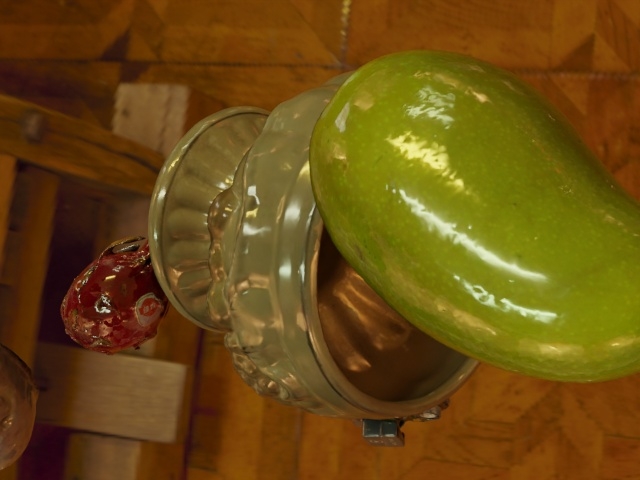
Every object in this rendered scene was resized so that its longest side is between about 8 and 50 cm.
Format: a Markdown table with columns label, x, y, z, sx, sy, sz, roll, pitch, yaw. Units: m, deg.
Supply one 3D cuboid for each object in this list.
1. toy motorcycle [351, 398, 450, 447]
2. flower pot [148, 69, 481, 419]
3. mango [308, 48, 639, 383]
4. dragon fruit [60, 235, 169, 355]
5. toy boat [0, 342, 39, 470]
| label | x | y | z | sx | sy | sz | roll | pitch | yaw |
| --- | --- | --- | --- | --- | --- | --- | --- | --- | --- |
| toy motorcycle | 0.051 | 0.164 | 1.616 | 0.187 | 0.275 | 0.125 | -2 | 65 | 15 |
| flower pot | 0.000 | 0.000 | 1.206 | 0.244 | 0.307 | 0.307 | 10 | 85 | 44 |
| mango | 0.112 | -0.014 | 0.885 | 0.175 | 0.143 | 0.293 | -44 | 58 | -11 |
| dragon fruit | -0.168 | 0.030 | 1.276 | 0.094 | 0.094 | 0.190 | 44 | 102 | 20 |
| toy boat | -0.287 | 0.088 | 0.921 | 0.155 | 0.227 | 0.085 | -2 | 51 | 37 |
